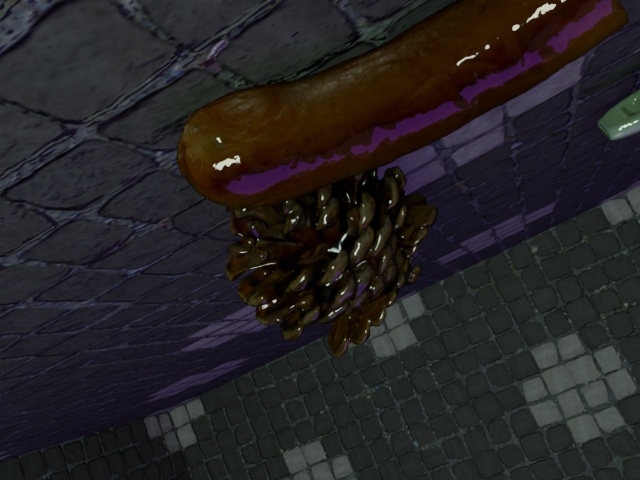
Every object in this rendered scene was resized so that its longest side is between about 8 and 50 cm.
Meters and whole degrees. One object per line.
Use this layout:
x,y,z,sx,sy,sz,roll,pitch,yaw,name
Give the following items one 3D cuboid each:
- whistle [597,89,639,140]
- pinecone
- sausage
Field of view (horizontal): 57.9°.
0.431,-0.187,0.641,0.244,0.110,0.092,-28,134,16,whistle
0.003,0.002,0.491,0.195,0.150,0.179,24,95,-58,pinecone
0.053,-0.101,0.373,0.302,0.076,0.103,-27,158,5,sausage
